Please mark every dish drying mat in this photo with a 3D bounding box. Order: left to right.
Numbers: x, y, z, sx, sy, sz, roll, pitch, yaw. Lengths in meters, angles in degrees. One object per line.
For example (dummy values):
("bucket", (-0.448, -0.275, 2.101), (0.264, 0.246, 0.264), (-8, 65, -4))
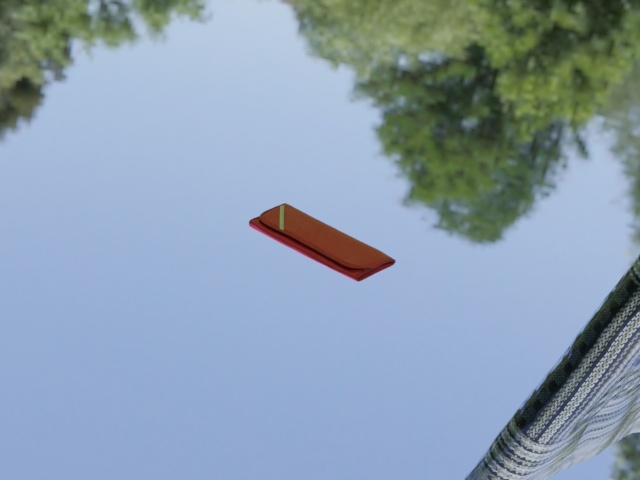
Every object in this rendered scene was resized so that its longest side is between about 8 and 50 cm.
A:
("dish drying mat", (0.000, 0.000, 0.797), (0.083, 0.008, 0.032), (27, -145, 36))

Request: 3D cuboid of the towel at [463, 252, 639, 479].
("towel", (0.258, 0.056, 0.998), (0.056, 0.312, 0.324), (45, -150, 21))
